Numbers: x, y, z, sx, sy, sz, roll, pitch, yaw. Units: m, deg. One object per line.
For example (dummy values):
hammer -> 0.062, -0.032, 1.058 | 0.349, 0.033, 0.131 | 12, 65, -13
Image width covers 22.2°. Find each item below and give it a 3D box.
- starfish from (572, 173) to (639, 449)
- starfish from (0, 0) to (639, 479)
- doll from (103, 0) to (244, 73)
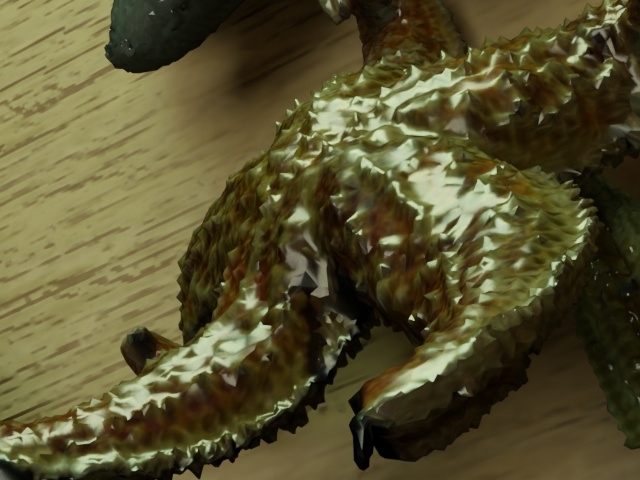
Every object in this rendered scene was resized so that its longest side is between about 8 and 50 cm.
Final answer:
starfish -> 0.129, 0.081, 0.498 | 0.358, 0.078, 0.347 | -46, 38, 28
starfish -> -0.004, -0.001, 0.553 | 0.303, 0.113, 0.312 | -45, 14, -28
doll -> 0.034, -0.208, 0.684 | 0.340, 0.158, 0.246 | -60, 17, 14
